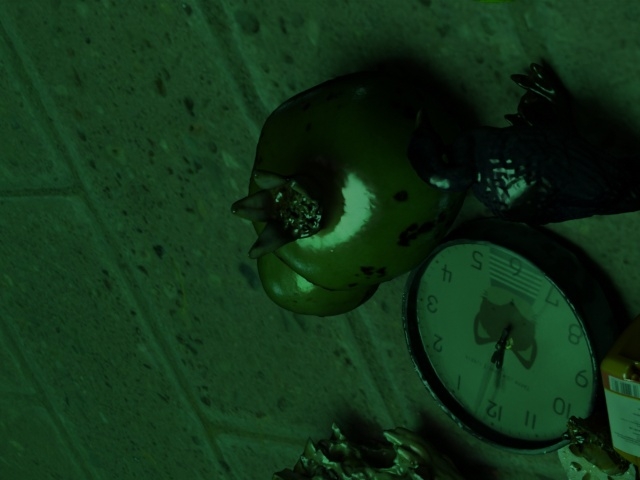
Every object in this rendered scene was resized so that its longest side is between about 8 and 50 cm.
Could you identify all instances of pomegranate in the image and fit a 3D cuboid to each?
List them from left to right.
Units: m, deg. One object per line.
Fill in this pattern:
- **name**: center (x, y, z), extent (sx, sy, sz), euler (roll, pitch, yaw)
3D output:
- **pomegranate**: center (-0.009, 0.010, 1.931), extent (0.179, 0.179, 0.210), euler (-5, 118, 46)
- **pomegranate**: center (0.044, -0.061, 1.706), extent (0.290, 0.323, 0.291), euler (2, 109, 6)

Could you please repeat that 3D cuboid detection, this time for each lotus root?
- **lotus root**: center (0.387, 0.282, 1.868), extent (0.122, 0.081, 0.112), euler (2, 122, 44)

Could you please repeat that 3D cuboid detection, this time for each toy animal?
- **toy animal**: center (0.250, -0.095, 1.582), extent (0.298, 0.185, 0.122), euler (21, 134, 4)

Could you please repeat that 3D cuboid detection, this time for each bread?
- **bread**: center (0.089, 0.429, 2.208), extent (0.314, 0.191, 0.370), euler (40, 130, 19)

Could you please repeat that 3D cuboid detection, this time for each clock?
- **clock**: center (0.247, 0.130, 1.827), extent (0.325, 0.067, 0.325), euler (23, 125, 36)

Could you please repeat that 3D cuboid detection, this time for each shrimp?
- **shrimp**: center (0.350, 0.245, 1.733), extent (0.043, 0.091, 0.184), euler (6, 171, 39)

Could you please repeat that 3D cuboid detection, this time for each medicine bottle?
- **medicine bottle**: center (0.431, 0.205, 1.697), extent (0.112, 0.149, 0.222), euler (14, 132, 39)

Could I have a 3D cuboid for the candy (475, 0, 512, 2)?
- **candy**: center (0.223, -0.307, 1.498), extent (0.097, 0.097, 0.209), euler (56, 148, -11)
